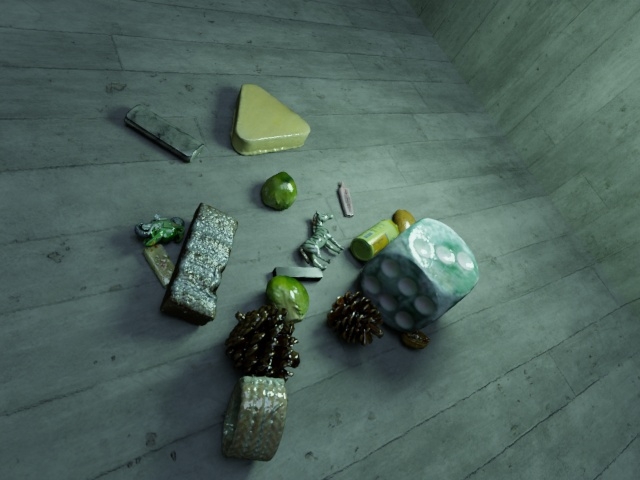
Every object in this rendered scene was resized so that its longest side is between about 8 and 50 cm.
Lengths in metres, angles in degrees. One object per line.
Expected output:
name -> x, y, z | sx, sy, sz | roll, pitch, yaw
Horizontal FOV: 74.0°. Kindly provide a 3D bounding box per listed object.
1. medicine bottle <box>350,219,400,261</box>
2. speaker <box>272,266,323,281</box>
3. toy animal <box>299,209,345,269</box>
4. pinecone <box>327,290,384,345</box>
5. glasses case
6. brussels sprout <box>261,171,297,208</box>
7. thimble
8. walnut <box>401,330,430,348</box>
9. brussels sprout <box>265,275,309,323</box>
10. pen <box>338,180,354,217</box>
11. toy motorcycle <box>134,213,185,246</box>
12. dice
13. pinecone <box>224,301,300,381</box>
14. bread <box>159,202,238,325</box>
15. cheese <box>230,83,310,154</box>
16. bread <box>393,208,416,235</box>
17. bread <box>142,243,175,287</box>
medicine bottle -> 0.243, -0.003, 1.842 | 0.239, 0.124, 0.124 | -30, 76, -38
speaker -> -0.087, 0.130, 1.636 | 0.191, 0.040, 0.046 | 3, 56, -25
toy animal -> 0.017, 0.005, 1.747 | 0.170, 0.089, 0.255 | 25, 49, -5
pinecone -> 0.138, 0.292, 1.564 | 0.212, 0.168, 0.185 | 32, 64, 12
glasses case -> -0.627, -0.433, 1.714 | 0.299, 0.060, 0.114 | 32, 51, -6
brussels sprout -> -0.166, -0.212, 1.766 | 0.151, 0.122, 0.149 | 42, 48, 2
thimble -> -0.192, 0.510, 1.217 | 0.148, 0.229, 0.196 | 13, 28, -20
walnut -> 0.371, 0.397, 1.686 | 0.121, 0.052, 0.091 | 18, 26, -9
brussels sprout -> -0.114, 0.207, 1.502 | 0.144, 0.161, 0.180 | -20, 78, -2
pen -> 0.116, -0.196, 1.959 | 0.053, 0.032, 0.197 | 2, 60, -26
toy motorcycle -> -0.547, -0.032, 1.484 | 0.106, 0.074, 0.190 | 51, 37, 16
dice -> 0.382, 0.136, 1.675 | 0.348, 0.330, 0.328 | -32, 77, -41
pinecone -> -0.182, 0.329, 1.346 | 0.243, 0.244, 0.257 | -41, 126, -39
bread -> -0.402, 0.070, 1.454 | 0.165, 0.113, 0.416 | 28, 49, -28
cheese -> -0.273, -0.520, 1.924 | 0.384, 0.104, 0.383 | 13, 55, -19
bread -> 0.406, -0.074, 2.002 | 0.114, 0.077, 0.189 | 1, 62, -22
bread -> -0.538, 0.085, 1.443 | 0.068, 0.028, 0.153 | -25, 75, -39
